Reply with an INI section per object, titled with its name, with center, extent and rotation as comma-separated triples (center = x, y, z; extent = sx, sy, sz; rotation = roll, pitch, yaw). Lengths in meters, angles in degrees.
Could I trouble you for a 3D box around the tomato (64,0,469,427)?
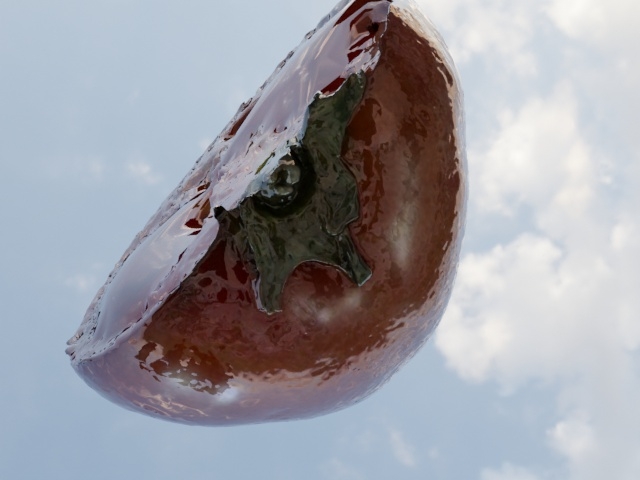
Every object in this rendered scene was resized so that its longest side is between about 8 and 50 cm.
[tomato]
center = 0.000, 0.000, 0.375
extent = 0.091, 0.139, 0.159
rotation = 37, -99, -15
